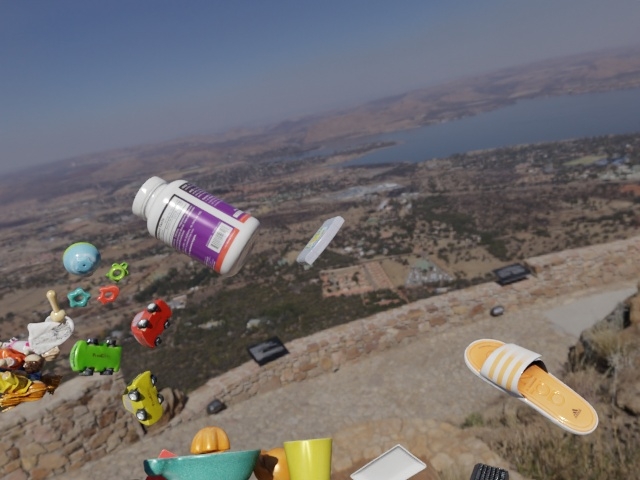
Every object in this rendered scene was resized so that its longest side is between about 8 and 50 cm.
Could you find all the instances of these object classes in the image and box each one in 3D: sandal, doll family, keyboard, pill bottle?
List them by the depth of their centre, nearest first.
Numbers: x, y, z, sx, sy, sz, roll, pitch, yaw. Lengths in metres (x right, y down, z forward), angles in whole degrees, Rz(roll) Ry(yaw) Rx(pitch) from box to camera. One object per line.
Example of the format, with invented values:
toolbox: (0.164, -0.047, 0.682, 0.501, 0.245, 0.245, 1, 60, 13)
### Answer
sandal: (0.416, 0.266, 0.921, 0.265, 0.076, 0.102, 30, 61, 32)
doll family: (-0.613, 0.266, 0.940, 0.163, 0.118, 0.263, 21, -12, -17)
keyboard: (0.380, 0.534, 1.016, 0.108, 0.023, 0.180, 11, 3, 25)
pill bottle: (-0.340, -0.046, 1.291, 0.323, 0.181, 0.181, 29, 22, 2)

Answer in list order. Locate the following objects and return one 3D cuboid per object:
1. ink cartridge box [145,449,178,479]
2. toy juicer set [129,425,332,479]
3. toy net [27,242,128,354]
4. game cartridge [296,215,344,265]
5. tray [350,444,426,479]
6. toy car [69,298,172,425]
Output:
ink cartridge box: (-0.303, 0.574, 0.949, 0.224, 0.181, 0.056, -59, 16, -11)
toy juicer set: (-0.162, 0.312, 0.658, 0.329, 0.089, 0.209, 4, -25, -22)
toy net: (-0.493, 0.124, 0.942, 0.122, 0.232, 0.045, 31, -1, -38)
game cartridge: (0.000, 0.000, 0.674, 0.083, 0.017, 0.056, -53, 15, -15)
tray: (0.250, 0.852, 1.746, 0.270, 0.145, 0.030, -46, 9, 27)
toy car: (-0.369, 0.215, 0.854, 0.053, 0.239, 0.225, -9, -20, 20)
